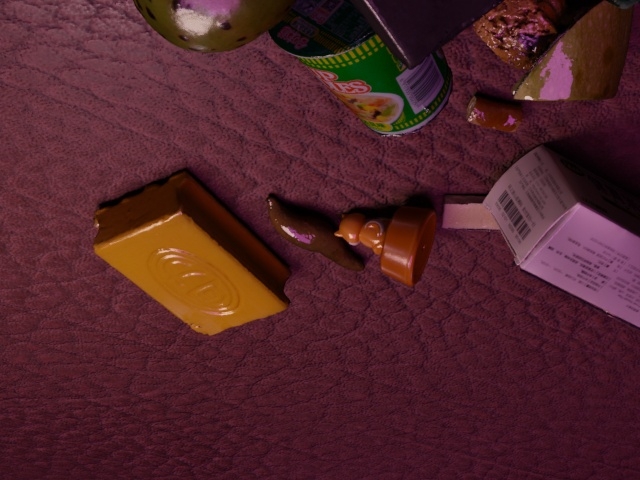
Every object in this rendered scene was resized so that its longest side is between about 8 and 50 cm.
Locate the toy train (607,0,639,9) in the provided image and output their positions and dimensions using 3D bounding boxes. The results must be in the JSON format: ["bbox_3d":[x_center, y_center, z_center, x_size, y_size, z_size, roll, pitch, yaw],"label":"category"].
[{"bbox_3d":[0.421,-0.339,1.340,0.330,0.178,0.138,21,137,-23],"label":"toy train"}]

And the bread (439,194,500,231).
[{"bbox_3d":[0.275,-0.045,1.836,0.154,0.028,0.068,0,141,1],"label":"bread"}]

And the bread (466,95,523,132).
[{"bbox_3d":[0.258,-0.186,1.651,0.083,0.036,0.047,10,138,-16],"label":"bread"}]

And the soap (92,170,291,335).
[{"bbox_3d":[-0.214,0.035,1.889,0.204,0.096,0.324,-22,137,25],"label":"soap"}]

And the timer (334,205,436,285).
[{"bbox_3d":[0.100,-0.007,1.835,0.152,0.132,0.132,16,145,16],"label":"timer"}]

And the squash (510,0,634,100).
[{"bbox_3d":[0.368,-0.237,1.469,0.192,0.085,0.184,-19,153,-49],"label":"squash"}]

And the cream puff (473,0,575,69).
[{"bbox_3d":[0.269,-0.286,1.472,0.133,0.104,0.119,9,149,-18],"label":"cream puff"}]

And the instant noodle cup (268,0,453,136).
[{"bbox_3d":[0.072,-0.257,1.450,0.207,0.207,0.232,-17,145,21],"label":"instant noodle cup"}]

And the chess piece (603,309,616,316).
[{"bbox_3d":[0.551,0.101,2.017,0.035,0.035,0.092,14,137,-16],"label":"chess piece"}]

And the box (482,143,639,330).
[{"bbox_3d":[0.437,0.002,1.754,0.333,0.173,0.145,24,117,-27],"label":"box"}]

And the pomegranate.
[{"bbox_3d":[-0.134,-0.368,1.321,0.231,0.285,0.231,-12,-174,1],"label":"pomegranate"}]

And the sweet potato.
[{"bbox_3d":[0.003,0.001,1.875,0.249,0.059,0.069,31,165,-37],"label":"sweet potato"}]

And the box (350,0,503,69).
[{"bbox_3d":[0.076,-0.405,1.161,0.251,0.204,0.345,-37,129,6],"label":"box"}]
